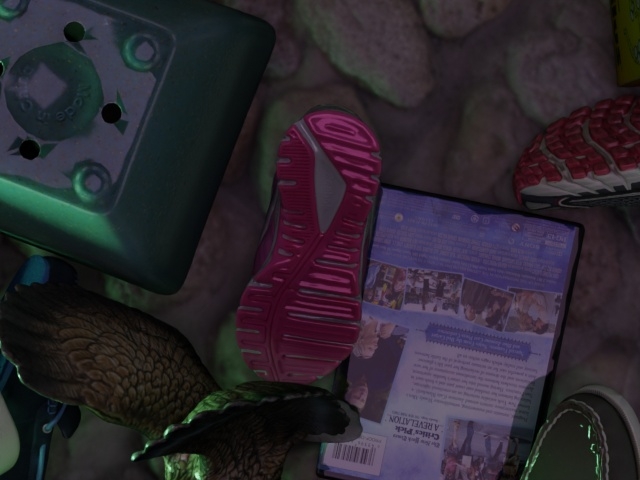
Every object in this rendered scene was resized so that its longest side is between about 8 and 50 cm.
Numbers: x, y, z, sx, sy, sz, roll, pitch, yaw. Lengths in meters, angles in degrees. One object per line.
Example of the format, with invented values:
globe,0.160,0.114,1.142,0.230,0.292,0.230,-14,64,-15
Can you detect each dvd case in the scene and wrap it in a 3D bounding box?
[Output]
dvd case,0.108,0.092,1.614,0.180,0.022,0.253,12,90,-1

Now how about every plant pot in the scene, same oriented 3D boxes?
plant pot,-0.191,-0.106,1.498,0.247,0.252,0.247,21,91,-1

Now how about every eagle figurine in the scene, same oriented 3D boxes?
eagle figurine,-0.090,0.146,1.458,0.226,0.225,0.298,-15,133,4

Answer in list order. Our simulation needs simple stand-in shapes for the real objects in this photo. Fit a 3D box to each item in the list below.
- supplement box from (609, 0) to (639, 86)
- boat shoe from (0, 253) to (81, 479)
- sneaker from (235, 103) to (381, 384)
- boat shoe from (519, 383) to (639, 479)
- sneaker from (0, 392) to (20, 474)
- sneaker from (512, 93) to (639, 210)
supplement box,0.414,-0.237,1.526,0.357,0.195,0.194,-5,90,-1
boat shoe,-0.239,0.133,1.585,0.089,0.109,0.258,14,110,-22
sneaker,0.000,0.000,1.576,0.103,0.111,0.252,16,113,1
boat shoe,0.184,0.264,1.539,0.109,0.091,0.305,23,109,43
sneaker,-0.359,0.041,1.443,0.148,0.131,0.350,-26,91,-16
sneaker,0.306,-0.051,1.571,0.299,0.121,0.112,-5,121,8
